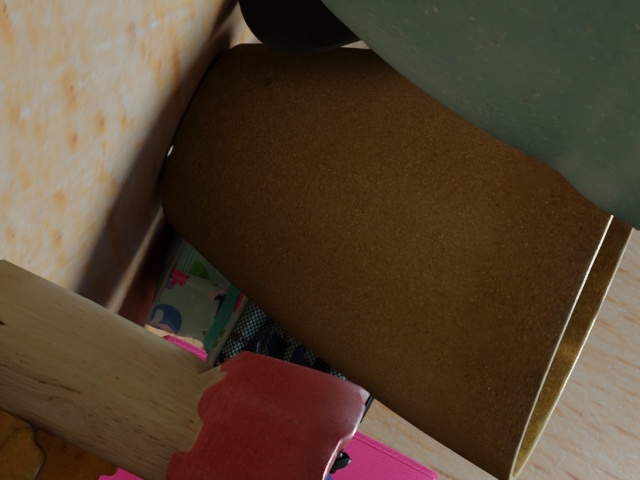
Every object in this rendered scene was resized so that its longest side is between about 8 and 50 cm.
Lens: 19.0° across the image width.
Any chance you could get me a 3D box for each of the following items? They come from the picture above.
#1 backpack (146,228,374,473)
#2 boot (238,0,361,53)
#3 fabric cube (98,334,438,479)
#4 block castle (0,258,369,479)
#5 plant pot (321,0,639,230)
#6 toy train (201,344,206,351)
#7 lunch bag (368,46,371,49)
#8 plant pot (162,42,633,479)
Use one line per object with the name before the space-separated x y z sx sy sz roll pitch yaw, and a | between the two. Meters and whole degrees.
backpack | 0.000 0.000 1.330 0.253 0.191 0.225 -57 -178 5
boot | 0.086 -0.183 1.121 0.229 0.263 0.091 -49 132 -64
fabric cube | -0.096 0.284 1.493 0.258 0.259 0.254 -60 176 -49
block castle | -0.094 0.194 0.902 0.453 0.213 0.303 106 10 -83
plant pot | 0.062 -0.176 0.507 0.293 0.196 0.293 -64 178 -4
toy train | -0.075 0.061 1.702 0.248 0.105 0.143 -65 168 9
lunch bag | 0.073 -0.249 1.610 0.151 0.096 0.129 -54 -176 30
plant pot | 0.046 -0.016 1.130 0.237 0.254 0.237 -60 166 -26
